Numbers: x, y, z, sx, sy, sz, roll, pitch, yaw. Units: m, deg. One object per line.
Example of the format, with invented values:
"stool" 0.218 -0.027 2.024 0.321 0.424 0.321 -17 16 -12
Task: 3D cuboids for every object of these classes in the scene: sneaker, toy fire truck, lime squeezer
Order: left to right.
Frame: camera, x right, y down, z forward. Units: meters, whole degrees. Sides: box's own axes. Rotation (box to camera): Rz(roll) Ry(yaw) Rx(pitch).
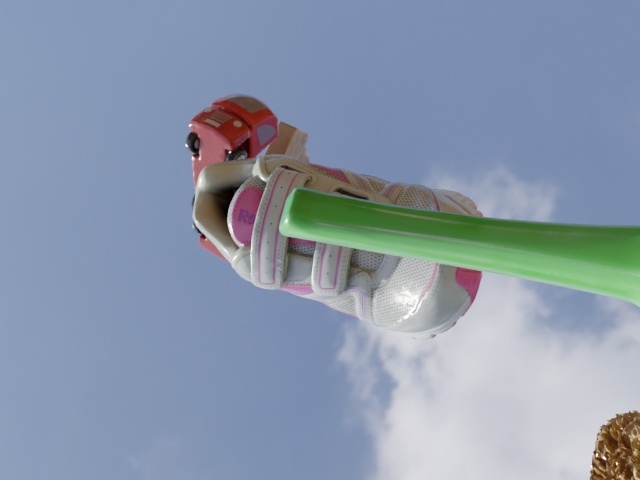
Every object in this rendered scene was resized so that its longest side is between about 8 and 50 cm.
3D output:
"toy fire truck" -0.045 -0.051 0.949 0.047 0.192 0.135 27 -130 24
"sneaker" 0.000 0.000 0.770 0.111 0.103 0.252 12 179 -40
"lime squeezer" 0.143 0.032 0.330 0.310 0.110 0.059 16 -117 -6

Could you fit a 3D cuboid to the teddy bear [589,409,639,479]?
"teddy bear" 0.251 0.292 0.811 0.113 0.245 0.338 -4 -124 34
